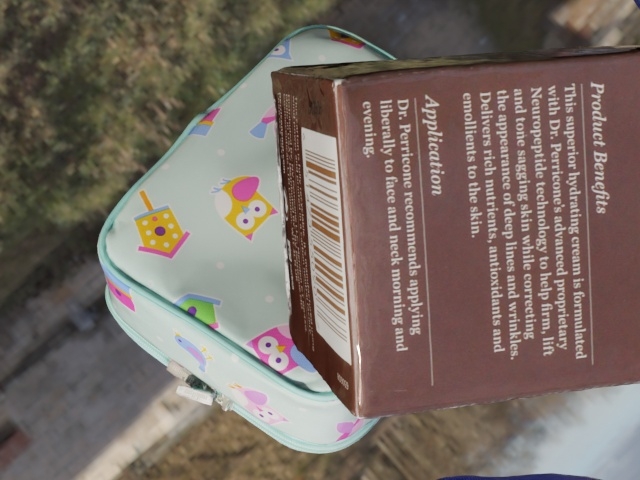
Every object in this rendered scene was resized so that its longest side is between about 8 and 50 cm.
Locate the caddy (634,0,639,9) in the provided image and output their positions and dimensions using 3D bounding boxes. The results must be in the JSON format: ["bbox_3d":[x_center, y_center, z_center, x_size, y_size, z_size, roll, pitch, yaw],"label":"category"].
[{"bbox_3d":[0.400,-0.217,0.944,0.241,0.341,0.179,-61,-163,13],"label":"caddy"}]

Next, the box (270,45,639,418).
[{"bbox_3d":[0.090,-0.016,0.666,0.203,0.168,0.167,-5,-171,-12],"label":"box"}]

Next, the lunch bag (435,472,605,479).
[{"bbox_3d":[0.242,0.344,0.877,0.239,0.385,0.328,-56,-157,13],"label":"lunch bag"}]

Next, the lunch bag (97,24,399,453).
[{"bbox_3d":[0.000,0.000,0.841,0.279,0.224,0.108,-50,167,-29],"label":"lunch bag"}]
